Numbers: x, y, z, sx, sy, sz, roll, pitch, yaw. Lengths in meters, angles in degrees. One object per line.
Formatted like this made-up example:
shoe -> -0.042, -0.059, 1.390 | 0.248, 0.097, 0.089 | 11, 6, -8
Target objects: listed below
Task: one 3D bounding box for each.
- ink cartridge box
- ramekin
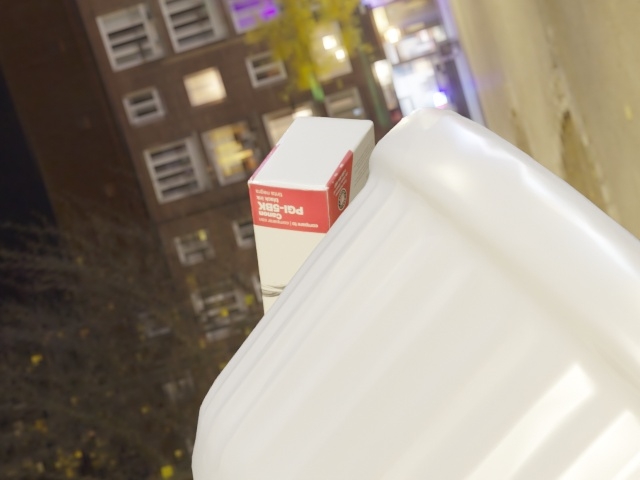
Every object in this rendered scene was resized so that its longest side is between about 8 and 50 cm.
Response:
ink cartridge box -> 0.000, 0.000, 0.911 | 0.099, 0.056, 0.135 | -57, -32, -54
ramekin -> 0.078, 0.099, 0.412 | 0.273, 0.127, 0.273 | 47, 179, 1
